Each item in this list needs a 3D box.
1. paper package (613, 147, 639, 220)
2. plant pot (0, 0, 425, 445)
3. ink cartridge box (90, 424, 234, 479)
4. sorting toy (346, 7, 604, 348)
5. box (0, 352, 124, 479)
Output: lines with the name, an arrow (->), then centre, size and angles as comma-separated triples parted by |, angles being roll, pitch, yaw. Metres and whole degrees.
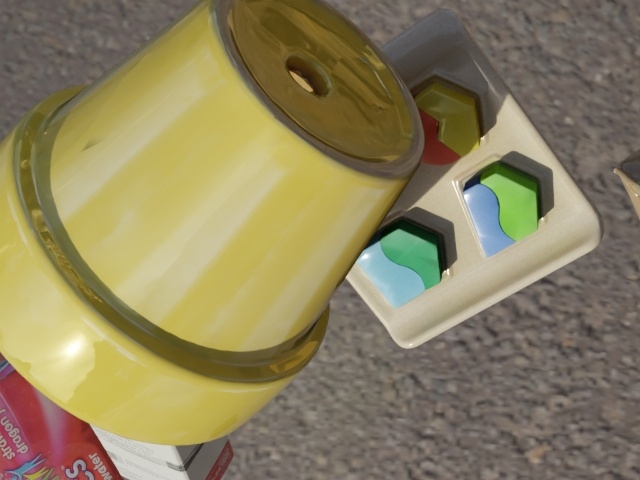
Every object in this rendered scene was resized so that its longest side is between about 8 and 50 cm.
paper package -> 0.528, -0.034, 1.498 | 0.325, 0.309, 0.168 | -34, 41, -2
plant pot -> -0.069, -0.034, 0.891 | 0.239, 0.254, 0.254 | -45, 56, 33
ink cartridge box -> -0.254, 0.263, 2.020 | 0.197, 0.273, 0.114 | 21, 61, 19
sorting toy -> 0.075, -0.037, 1.015 | 0.193, 0.038, 0.208 | -31, 103, 24
box -> -0.255, 0.227, 1.198 | 0.154, 0.300, 0.142 | -35, 29, -17
